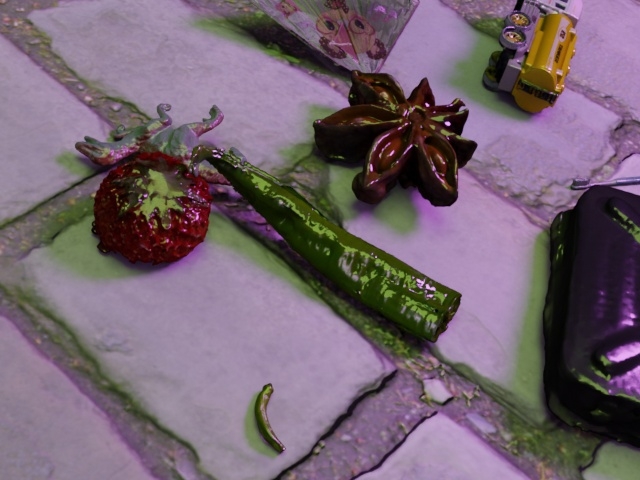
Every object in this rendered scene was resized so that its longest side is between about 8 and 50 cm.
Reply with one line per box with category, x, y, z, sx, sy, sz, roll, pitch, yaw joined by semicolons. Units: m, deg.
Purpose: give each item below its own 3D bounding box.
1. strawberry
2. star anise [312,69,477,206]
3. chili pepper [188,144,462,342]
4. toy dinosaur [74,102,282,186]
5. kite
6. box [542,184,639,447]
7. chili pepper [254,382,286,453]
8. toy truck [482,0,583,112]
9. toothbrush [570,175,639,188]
strawberry;-0.196;-0.040;1.231;0.145;0.086;0.145;6;62;-12
star anise;0.096;-0.122;1.361;0.214;0.099;0.220;6;51;13
chili pepper;0.000;0.000;1.232;0.359;0.076;0.085;33;53;7
toy dinosaur;-0.163;-0.099;1.315;0.242;0.053;0.167;35;53;19
kite;0.029;-0.334;1.549;0.323;0.013;0.267;-2;60;-30
box;0.441;0.099;1.228;0.359;0.091;0.350;16;48;1
chili pepper;-0.054;0.185;1.106;0.030;0.017;0.083;2;48;-11
toy truck;0.317;-0.288;1.545;0.114;0.098;0.227;22;51;4
toothbrush;0.417;-0.084;1.435;0.167;0.014;0.011;-5;41;-15
